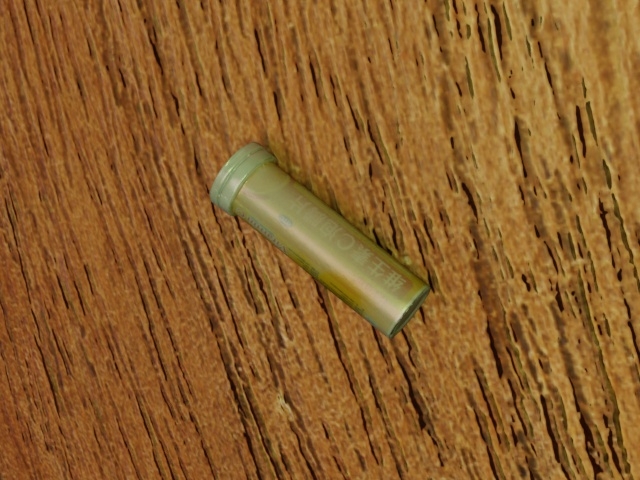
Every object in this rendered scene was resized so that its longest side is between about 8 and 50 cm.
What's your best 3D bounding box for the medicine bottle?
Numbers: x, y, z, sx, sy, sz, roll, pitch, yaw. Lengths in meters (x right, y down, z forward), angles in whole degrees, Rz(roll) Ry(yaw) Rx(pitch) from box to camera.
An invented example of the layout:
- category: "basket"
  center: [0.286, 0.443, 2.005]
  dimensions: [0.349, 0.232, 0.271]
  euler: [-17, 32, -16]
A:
- category: "medicine bottle"
  center: [0.000, 0.000, 0.911]
  dimensions: [0.218, 0.074, 0.074]
  euler: [39, 125, 14]
